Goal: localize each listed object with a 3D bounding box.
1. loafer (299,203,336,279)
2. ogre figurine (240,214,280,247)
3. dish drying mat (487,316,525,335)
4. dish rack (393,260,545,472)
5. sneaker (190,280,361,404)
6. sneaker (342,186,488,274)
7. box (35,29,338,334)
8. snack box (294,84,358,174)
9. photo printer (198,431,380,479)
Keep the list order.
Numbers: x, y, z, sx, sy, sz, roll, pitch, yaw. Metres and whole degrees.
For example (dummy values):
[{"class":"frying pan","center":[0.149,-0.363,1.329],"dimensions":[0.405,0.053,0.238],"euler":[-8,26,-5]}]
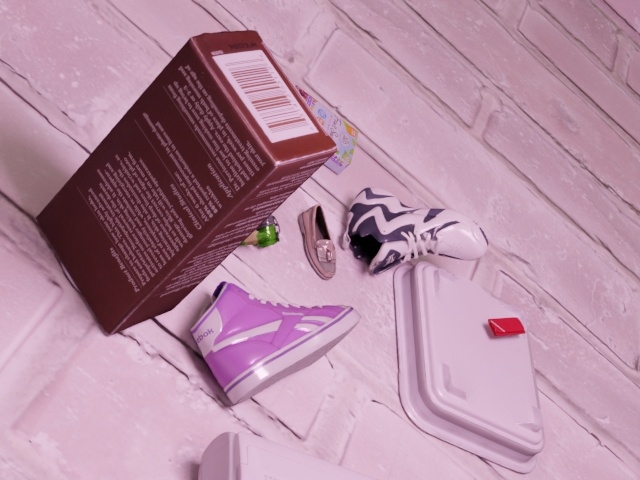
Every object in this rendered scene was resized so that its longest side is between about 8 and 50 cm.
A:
[{"class":"loafer","center":[0.000,0.000,1.962],"dimensions":[0.045,0.039,0.125],"euler":[9,51,-41]},{"class":"ogre figurine","center":[-0.142,-0.052,1.828],"dimensions":[0.197,0.097,0.118],"euler":[-2,76,-29]},{"class":"dish drying mat","center":[0.306,0.141,2.054],"dimensions":[0.083,0.008,0.032],"euler":[0,55,-46]},{"class":"dish rack","center":[0.251,0.188,2.021],"dimensions":[0.285,0.072,0.333],"euler":[26,40,-26]},{"class":"sneaker","center":[-0.064,0.107,1.751],"dimensions":[0.161,0.102,0.282],"euler":[53,36,12]},{"class":"sneaker","center":[0.142,0.011,2.017],"dimensions":[0.235,0.094,0.153],"euler":[24,48,7]},{"class":"box","center":[-0.174,-0.067,1.559],"dimensions":[0.143,0.381,0.191],"euler":[-19,72,-54]},{"class":"snack box","center":[-0.006,-0.189,2.134],"dimensions":[0.141,0.037,0.100],"euler":[36,39,-16]},{"class":"photo printer","center":[-0.005,0.392,1.537],"dimensions":[0.307,0.107,0.256],"euler":[24,42,-29]}]
